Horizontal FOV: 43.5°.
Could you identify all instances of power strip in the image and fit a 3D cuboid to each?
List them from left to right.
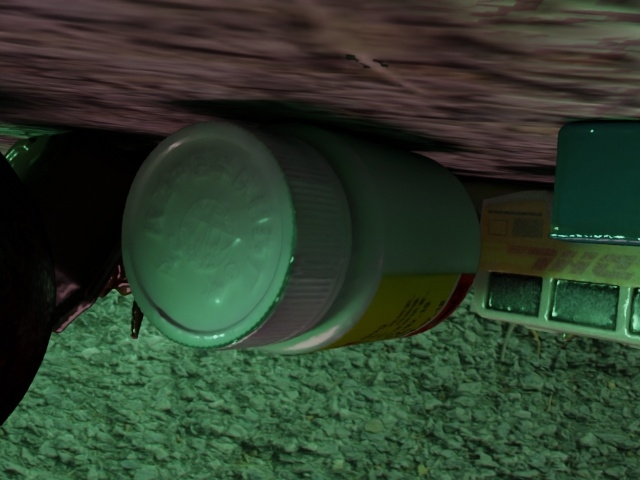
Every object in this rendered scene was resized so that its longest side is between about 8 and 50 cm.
[{"bbox_3d":[0.166,-0.023,0.350,0.123,0.056,0.032,6,-178,37],"label":"power strip"}]

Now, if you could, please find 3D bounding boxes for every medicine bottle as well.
[{"bbox_3d":[0.000,0.000,0.506,0.139,0.139,0.225,6,-179,33],"label":"medicine bottle"}]

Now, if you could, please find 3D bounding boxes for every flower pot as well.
[{"bbox_3d":[-0.243,-0.026,0.708,0.084,0.178,0.251,38,163,-30],"label":"flower pot"}]

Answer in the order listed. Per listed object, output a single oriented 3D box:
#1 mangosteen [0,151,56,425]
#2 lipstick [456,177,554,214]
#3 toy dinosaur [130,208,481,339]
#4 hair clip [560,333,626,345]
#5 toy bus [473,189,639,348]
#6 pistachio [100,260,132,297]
[{"bbox_3d":[-0.303,0.048,0.470,0.301,0.300,0.300,5,-179,0],"label":"mangosteen"},{"bbox_3d":[0.105,-0.031,0.809,0.305,0.076,0.076,4,-179,-1],"label":"lipstick"},{"bbox_3d":[0.015,0.019,0.727,0.328,0.112,0.206,14,138,-23],"label":"toy dinosaur"},{"bbox_3d":[0.300,0.021,0.788,0.085,0.106,0.292,23,-150,23],"label":"hair clip"},{"bbox_3d":[0.271,0.021,0.566,0.343,0.137,0.097,9,-179,45],"label":"toy bus"},{"bbox_3d":[-0.172,-0.014,0.807,0.131,0.165,0.210,24,167,-11],"label":"pistachio"}]
